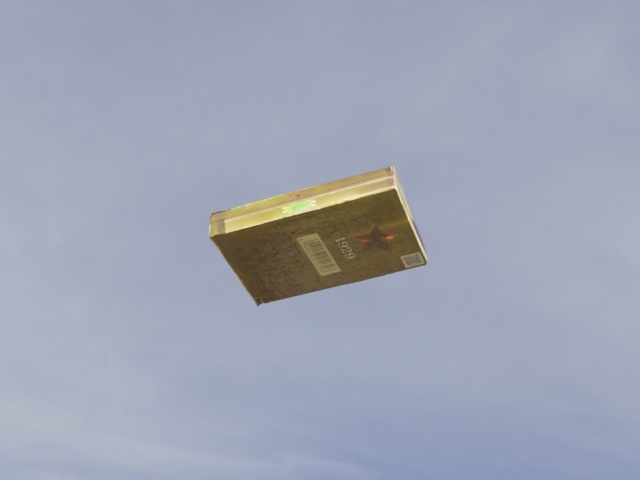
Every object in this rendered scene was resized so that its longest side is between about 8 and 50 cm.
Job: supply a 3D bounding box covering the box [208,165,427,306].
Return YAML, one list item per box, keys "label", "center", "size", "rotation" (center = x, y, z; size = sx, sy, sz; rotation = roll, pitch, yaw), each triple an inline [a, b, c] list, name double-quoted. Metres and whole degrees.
- label: "box"
  center: [0.000, 0.000, 0.622]
  size: [0.133, 0.023, 0.090]
  rotation: [-15, -38, 14]
